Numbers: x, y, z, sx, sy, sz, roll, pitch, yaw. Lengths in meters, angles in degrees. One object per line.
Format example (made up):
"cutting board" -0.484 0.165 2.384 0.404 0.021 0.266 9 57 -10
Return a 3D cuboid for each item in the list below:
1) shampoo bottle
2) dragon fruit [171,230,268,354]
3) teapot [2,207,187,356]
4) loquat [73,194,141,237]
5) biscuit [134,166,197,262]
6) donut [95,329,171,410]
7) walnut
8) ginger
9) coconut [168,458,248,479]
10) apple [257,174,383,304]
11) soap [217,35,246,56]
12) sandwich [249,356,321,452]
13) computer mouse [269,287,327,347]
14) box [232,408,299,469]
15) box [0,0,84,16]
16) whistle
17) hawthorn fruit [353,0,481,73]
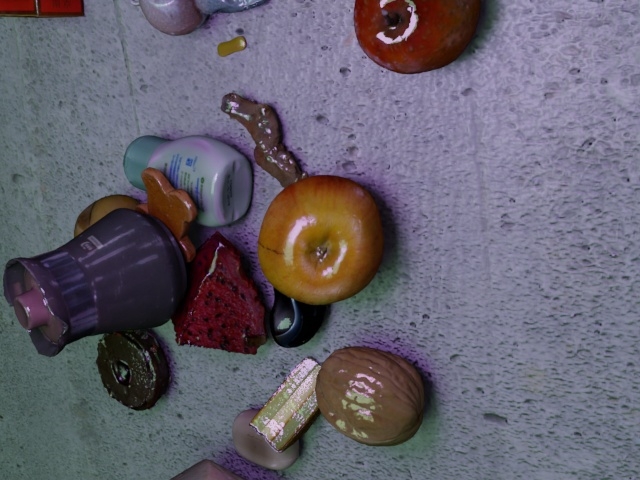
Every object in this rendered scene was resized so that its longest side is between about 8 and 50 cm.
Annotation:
"shampoo bottle" -0.344 -0.165 1.791 0.349 0.151 0.222 18 122 28
"dragon fruit" -0.255 0.138 1.771 0.302 0.240 0.330 21 124 7
"teapot" -0.553 0.091 1.694 0.376 0.361 0.306 19 119 39
"loquat" -0.567 -0.028 1.957 0.213 0.213 0.213 11 110 32
"biscuit" -0.377 -0.036 1.769 0.205 0.049 0.324 38 139 20
"donut" -0.554 0.376 2.129 0.269 0.103 0.270 10 107 33
"walnut" 0.108 0.344 1.605 0.261 0.225 0.225 24 117 25
"ginger" -0.125 -0.230 1.677 0.290 0.084 0.122 55 148 3
"coconut" -0.313 0.789 1.907 0.415 0.345 0.416 2 118 4
"apple" 0.000 0.000 1.524 0.285 0.233 0.286 -1 98 -4
"soap" -0.211 -0.458 1.696 0.089 0.012 0.034 -9 99 36
"sandwich" -0.064 0.403 1.776 0.117 0.144 0.187 38 122 16
"computer mouse" -0.046 0.148 1.688 0.096 0.137 0.233 13 110 35
"box" -0.146 0.526 1.902 0.200 0.088 0.146 12 109 32
"box" -0.779 -0.639 1.944 0.239 0.153 0.074 11 114 31
"whistle" -0.269 -0.563 1.640 0.347 0.189 0.189 -1 104 12
"hawthorn fruit" 0.159 -0.421 1.329 0.235 0.262 0.231 108 143 -56
